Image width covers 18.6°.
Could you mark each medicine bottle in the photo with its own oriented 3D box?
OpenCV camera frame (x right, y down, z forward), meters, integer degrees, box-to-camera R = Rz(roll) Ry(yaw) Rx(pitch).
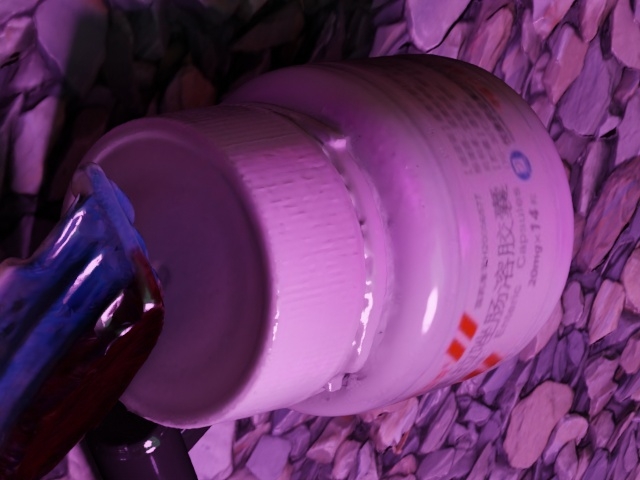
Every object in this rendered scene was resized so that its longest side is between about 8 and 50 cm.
[{"bbox_3d":[0.000,0.000,1.398,0.325,0.256,0.256,-11,122,-49],"label":"medicine bottle"}]

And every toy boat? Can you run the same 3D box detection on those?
[{"bbox_3d":[-0.193,0.054,1.268,0.129,0.142,0.309,-32,164,-43],"label":"toy boat"}]

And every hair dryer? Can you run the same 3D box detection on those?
[{"bbox_3d":[-0.082,0.110,1.548,0.248,0.070,0.114,-47,144,-26],"label":"hair dryer"}]
